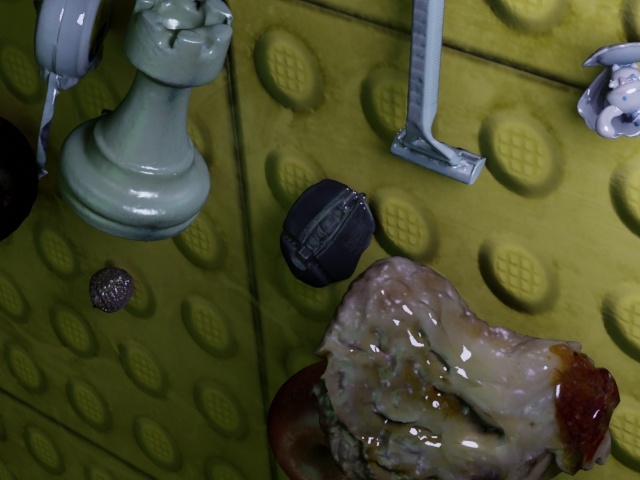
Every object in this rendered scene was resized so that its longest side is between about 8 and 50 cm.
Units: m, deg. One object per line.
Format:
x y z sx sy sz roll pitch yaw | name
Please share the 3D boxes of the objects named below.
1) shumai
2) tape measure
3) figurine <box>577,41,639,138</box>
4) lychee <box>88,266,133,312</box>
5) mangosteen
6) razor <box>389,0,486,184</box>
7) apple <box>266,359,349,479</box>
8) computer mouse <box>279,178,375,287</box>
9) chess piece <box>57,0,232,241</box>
0.163 0.194 1.669 0.283 0.217 0.346 16 128 38 | shumai
-0.321 -0.213 1.769 0.084 0.330 0.164 11 133 4 | tape measure
0.289 -0.139 1.386 0.082 0.094 0.086 108 157 -89 | figurine
-0.311 0.073 2.185 0.083 0.068 0.067 -34 89 28 | lychee
-0.526 -0.102 2.181 0.250 0.211 0.211 -131 26 -53 | mangosteen
0.112 -0.189 1.543 0.111 0.056 0.278 24 135 34 | razor
0.030 0.238 1.898 0.201 0.162 0.201 16 126 24 | apple
0.000 0.000 1.809 0.106 0.062 0.192 45 144 8 | computer mouse
-0.200 -0.162 1.804 0.194 0.194 0.299 39 132 17 | chess piece
